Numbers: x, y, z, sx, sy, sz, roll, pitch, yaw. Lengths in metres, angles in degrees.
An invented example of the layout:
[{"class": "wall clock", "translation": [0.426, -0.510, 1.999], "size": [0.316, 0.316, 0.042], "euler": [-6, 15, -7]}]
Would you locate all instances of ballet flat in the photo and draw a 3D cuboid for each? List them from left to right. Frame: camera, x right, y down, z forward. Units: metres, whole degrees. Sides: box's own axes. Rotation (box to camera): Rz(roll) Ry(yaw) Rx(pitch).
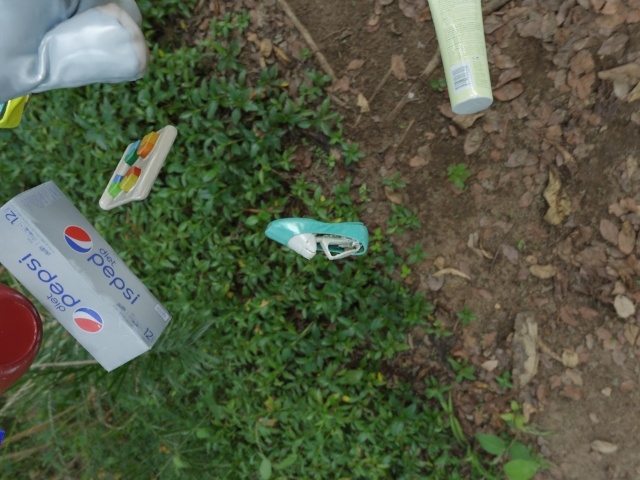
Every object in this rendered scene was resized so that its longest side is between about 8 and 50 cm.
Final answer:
[{"class": "ballet flat", "translation": [-0.649, -0.349, 0.981], "size": [0.077, 0.077, 0.231], "euler": [19, 89, 13]}, {"class": "ballet flat", "translation": [0.000, 0.000, 1.035], "size": [0.083, 0.247, 0.087], "euler": [114, 151, -50]}]

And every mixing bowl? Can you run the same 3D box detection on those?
[{"class": "mixing bowl", "translation": [-0.445, 0.127, 0.602], "size": [0.098, 0.181, 0.182], "euler": [-15, 107, 25]}]

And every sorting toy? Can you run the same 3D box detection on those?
[{"class": "sorting toy", "translation": [-0.426, -0.168, 1.044], "size": [0.208, 0.193, 0.038], "euler": [-3, 151, 43]}]

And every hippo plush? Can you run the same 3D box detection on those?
[{"class": "hippo plush", "translation": [-0.329, -0.273, 0.432], "size": [0.234, 0.294, 0.237], "euler": [40, 146, 31]}]

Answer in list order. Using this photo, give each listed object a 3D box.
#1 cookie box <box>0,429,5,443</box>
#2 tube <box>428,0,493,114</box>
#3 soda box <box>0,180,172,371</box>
[{"class": "cookie box", "translation": [-0.641, 0.395, 0.822], "size": [0.040, 0.107, 0.091], "euler": [-14, 150, 43]}, {"class": "tube", "translation": [0.220, -0.321, 0.714], "size": [0.062, 0.070, 0.241], "euler": [-20, 75, 56]}, {"class": "soda box", "translation": [-0.368, 0.058, 0.700], "size": [0.098, 0.091, 0.286], "euler": [-29, 109, 18]}]
